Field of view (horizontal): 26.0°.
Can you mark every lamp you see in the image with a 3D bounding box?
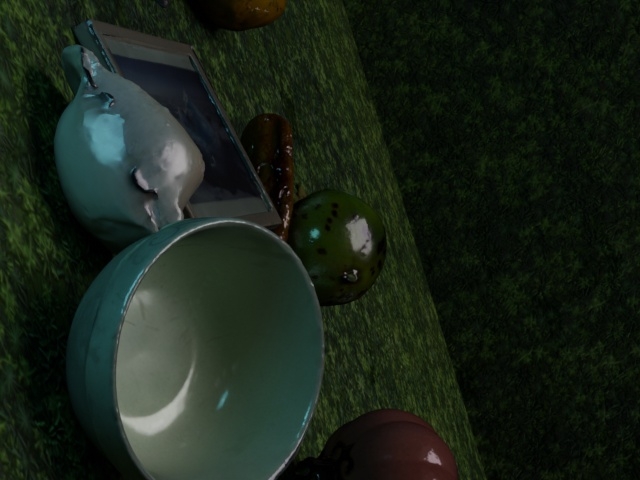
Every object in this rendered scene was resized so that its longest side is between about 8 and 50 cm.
[{"bbox_3d":[0.074,0.401,2.085,0.305,0.240,0.305,-166,-90,-69],"label":"lamp"}]

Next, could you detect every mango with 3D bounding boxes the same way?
[{"bbox_3d":[-0.145,-0.439,2.393,0.249,0.156,0.151,30,81,-74],"label":"mango"}]

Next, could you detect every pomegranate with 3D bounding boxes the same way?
[{"bbox_3d":[0.000,0.000,2.380,0.263,0.211,0.211,53,-5,44],"label":"pomegranate"}]

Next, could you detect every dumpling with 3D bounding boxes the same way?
[{"bbox_3d":[-0.228,-0.088,1.634,0.227,0.175,0.243,136,-41,-71],"label":"dumpling"}]

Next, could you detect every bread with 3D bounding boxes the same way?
[{"bbox_3d":[-0.092,-0.068,2.279,0.124,0.084,0.344,112,-18,-52],"label":"bread"}]

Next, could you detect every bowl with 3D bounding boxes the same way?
[{"bbox_3d":[-0.151,0.123,1.497,0.307,0.163,0.307,-8,100,-48],"label":"bowl"}]

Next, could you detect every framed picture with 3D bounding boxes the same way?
[{"bbox_3d":[-0.186,-0.151,1.979,0.326,0.028,0.446,62,12,2],"label":"framed picture"}]

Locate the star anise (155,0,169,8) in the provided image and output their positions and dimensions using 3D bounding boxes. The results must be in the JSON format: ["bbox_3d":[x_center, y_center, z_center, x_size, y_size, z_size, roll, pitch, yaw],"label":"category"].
[{"bbox_3d":[-0.270,-0.475,1.991,0.315,0.108,0.315,60,13,-24],"label":"star anise"}]
